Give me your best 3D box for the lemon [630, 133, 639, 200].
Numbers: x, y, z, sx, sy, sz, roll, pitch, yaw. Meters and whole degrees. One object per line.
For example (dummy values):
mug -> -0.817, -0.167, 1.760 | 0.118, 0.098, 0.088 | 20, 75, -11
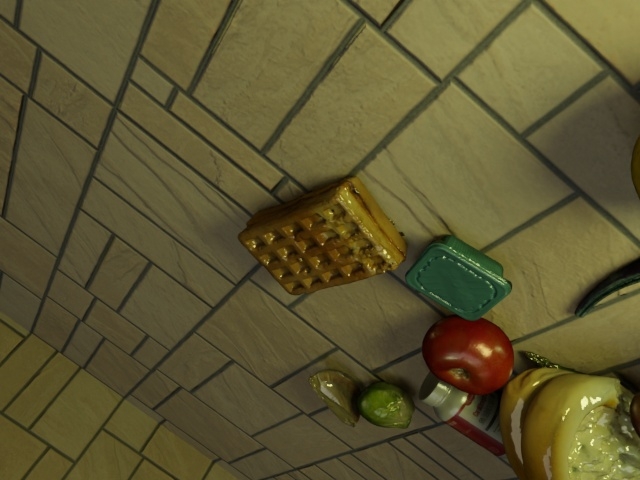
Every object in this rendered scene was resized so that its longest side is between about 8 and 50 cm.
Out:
lemon -> 0.515, -0.088, 0.737 | 0.240, 0.240, 0.219 | 48, 152, -18

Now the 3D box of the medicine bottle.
medicine bottle -> 0.368, 0.405, 1.401 | 0.250, 0.131, 0.131 | 34, 140, -2

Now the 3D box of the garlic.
garlic -> 0.053, 0.420, 1.637 | 0.087, 0.101, 0.195 | -22, 114, 38

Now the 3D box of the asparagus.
asparagus -> 0.550, 0.287, 1.248 | 0.236, 0.027, 0.034 | 18, 137, 16

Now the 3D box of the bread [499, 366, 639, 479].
bread -> 0.565, 0.426, 1.242 | 0.329, 0.245, 0.424 | -44, 116, 6

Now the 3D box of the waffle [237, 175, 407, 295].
waffle -> 0.000, 0.000, 1.251 | 0.328, 0.098, 0.224 | -17, 122, 43

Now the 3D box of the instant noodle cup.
instant noodle cup -> 0.275, 0.067, 1.166 | 0.179, 0.070, 0.157 | 31, 141, 0

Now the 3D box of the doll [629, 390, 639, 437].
doll -> 0.712, 0.279, 0.986 | 0.318, 0.209, 0.339 | 40, 147, 24

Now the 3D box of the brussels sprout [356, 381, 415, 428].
brussels sprout -> 0.173, 0.439, 1.572 | 0.155, 0.117, 0.155 | 2, 141, 2

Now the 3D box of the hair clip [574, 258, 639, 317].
hair clip -> 0.544, 0.070, 1.029 | 0.083, 0.048, 0.275 | 35, 145, -7

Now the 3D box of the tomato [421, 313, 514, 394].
tomato -> 0.318, 0.239, 1.258 | 0.195, 0.136, 0.195 | 20, 142, 16
